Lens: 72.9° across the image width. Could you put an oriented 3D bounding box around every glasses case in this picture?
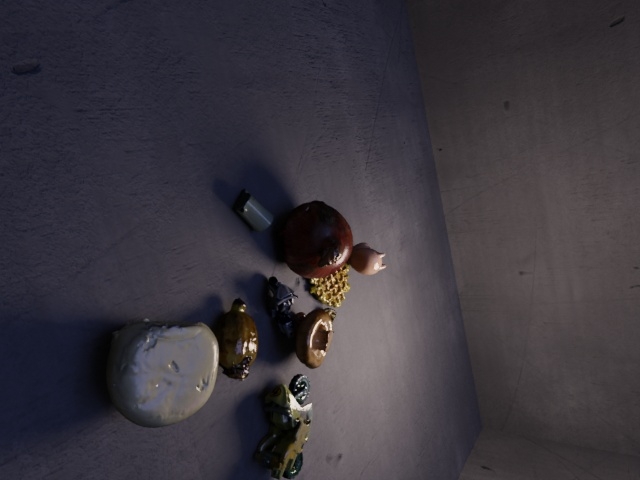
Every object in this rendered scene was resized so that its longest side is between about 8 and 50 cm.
[{"bbox_3d":[-0.086,0.425,1.981,0.073,0.049,0.195,-23,103,-50],"label":"glasses case"}]

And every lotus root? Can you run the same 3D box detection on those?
[{"bbox_3d":[-0.315,0.371,1.623,0.169,0.141,0.314,34,47,-51],"label":"lotus root"}]

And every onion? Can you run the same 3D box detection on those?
[{"bbox_3d":[-0.027,-0.002,1.938,0.353,0.353,0.354,9,78,-51],"label":"onion"}]

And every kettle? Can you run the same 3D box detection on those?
[{"bbox_3d":[-0.270,-0.126,1.780,0.148,0.098,0.127,47,56,-34],"label":"kettle"}]

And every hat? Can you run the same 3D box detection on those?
[{"bbox_3d":[0.030,0.367,2.132,0.077,0.059,0.076,28,80,-41],"label":"hat"}]

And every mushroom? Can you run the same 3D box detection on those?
[{"bbox_3d":[-0.027,0.430,1.886,0.278,0.145,0.279,8,90,-68],"label":"mushroom"}]

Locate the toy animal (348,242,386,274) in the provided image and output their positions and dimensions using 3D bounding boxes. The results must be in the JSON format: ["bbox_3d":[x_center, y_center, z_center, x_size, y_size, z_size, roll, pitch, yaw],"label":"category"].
[{"bbox_3d":[0.225,0.098,2.276,0.153,0.250,0.167,-8,103,-20],"label":"toy animal"}]

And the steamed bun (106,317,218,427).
[{"bbox_3d":[-0.491,0.393,1.323,0.333,0.232,0.312,19,73,-40],"label":"steamed bun"}]

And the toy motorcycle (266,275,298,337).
[{"bbox_3d":[-0.157,0.283,1.827,0.106,0.159,0.271,-17,98,-30],"label":"toy motorcycle"}]

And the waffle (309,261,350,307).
[{"bbox_3d":[0.049,0.173,2.175,0.325,0.068,0.302,36,59,-46],"label":"waffle"}]

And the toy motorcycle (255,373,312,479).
[{"bbox_3d":[-0.137,0.761,1.778,0.237,0.168,0.411,20,70,-48],"label":"toy motorcycle"}]
